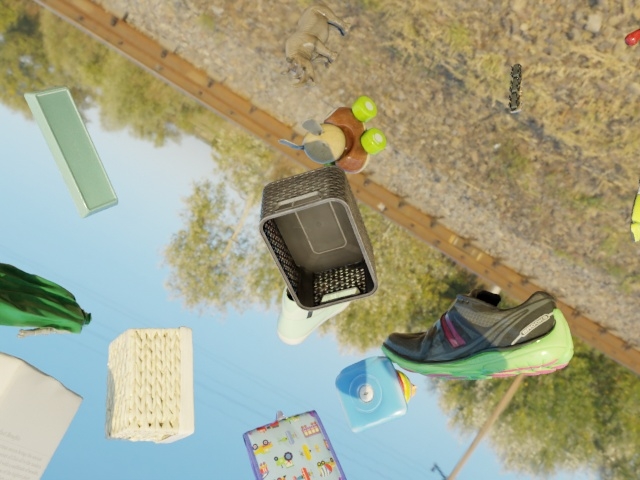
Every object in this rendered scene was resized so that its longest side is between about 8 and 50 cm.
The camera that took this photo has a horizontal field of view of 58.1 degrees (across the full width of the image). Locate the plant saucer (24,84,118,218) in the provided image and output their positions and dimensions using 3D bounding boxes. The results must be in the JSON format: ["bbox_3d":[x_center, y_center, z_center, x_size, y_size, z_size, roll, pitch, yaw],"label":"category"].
[{"bbox_3d":[-0.360,-0.132,0.847,0.018,0.192,0.067,-11,-165,41],"label":"plant saucer"}]

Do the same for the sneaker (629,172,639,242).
[{"bbox_3d":[0.818,-0.115,1.362,0.121,0.299,0.111,10,152,31],"label":"sneaker"}]

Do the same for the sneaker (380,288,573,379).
[{"bbox_3d":[0.359,0.224,1.377,0.483,0.202,0.185,-16,153,41],"label":"sneaker"}]

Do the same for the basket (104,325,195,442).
[{"bbox_3d":[-0.266,0.224,0.892,0.103,0.167,0.113,11,151,-36],"label":"basket"}]

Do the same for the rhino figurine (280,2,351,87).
[{"bbox_3d":[-0.018,-0.407,1.219,0.106,0.243,0.073,27,152,-11],"label":"rhino figurine"}]

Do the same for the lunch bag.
[{"bbox_3d":[-0.072,0.609,1.576,0.138,0.221,0.293,115,137,-58],"label":"lunch bag"}]

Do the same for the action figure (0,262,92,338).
[{"bbox_3d":[-0.436,0.100,0.877,0.137,0.064,0.232,63,-169,29],"label":"action figure"}]

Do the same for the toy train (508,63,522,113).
[{"bbox_3d":[0.452,-0.348,1.329,0.027,0.158,0.036,-8,140,31],"label":"toy train"}]

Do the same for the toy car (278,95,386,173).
[{"bbox_3d":[0.010,-0.216,1.188,0.189,0.148,0.155,1,157,-41],"label":"toy car"}]

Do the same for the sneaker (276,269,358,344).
[{"bbox_3d":[0.010,0.089,1.188,0.094,0.256,0.151,30,139,19],"label":"sneaker"}]

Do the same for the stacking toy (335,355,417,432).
[{"bbox_3d":[0.189,0.405,1.556,0.302,0.175,0.165,19,-133,-57],"label":"stacking toy"}]

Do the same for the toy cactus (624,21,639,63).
[{"bbox_3d":[0.626,-0.327,0.919,0.219,0.180,0.112,36,-176,18],"label":"toy cactus"}]

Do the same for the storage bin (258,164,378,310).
[{"bbox_3d":[0.000,0.000,0.802,0.084,0.122,0.180,-92,-17,-51],"label":"storage bin"}]

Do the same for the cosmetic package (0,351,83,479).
[{"bbox_3d":[-0.613,0.415,0.940,0.162,0.453,0.230,15,152,14],"label":"cosmetic package"}]
